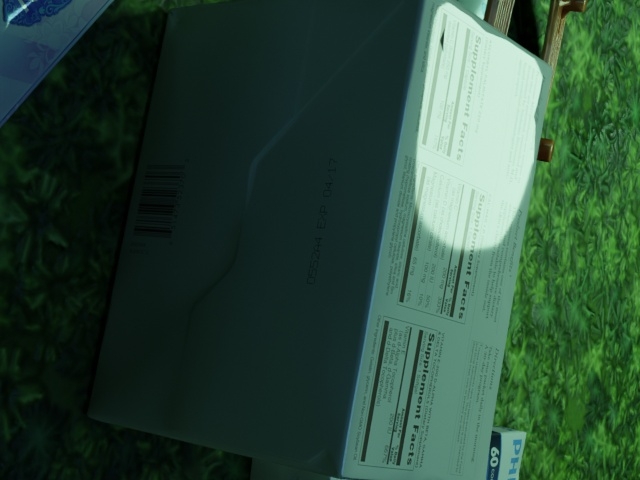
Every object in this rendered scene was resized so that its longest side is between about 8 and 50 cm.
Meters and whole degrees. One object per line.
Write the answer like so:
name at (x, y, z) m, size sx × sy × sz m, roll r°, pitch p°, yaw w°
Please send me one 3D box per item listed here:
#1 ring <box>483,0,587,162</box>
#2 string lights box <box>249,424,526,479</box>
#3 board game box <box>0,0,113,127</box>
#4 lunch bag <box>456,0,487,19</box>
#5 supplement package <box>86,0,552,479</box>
ring at (0.175, -0.154, 0.931) m, size 0.336 × 0.032 × 0.337 m, roll 12°, pitch 90°, yaw -73°
string lights box at (0.057, 0.208, 0.886) m, size 0.259 × 0.076 × 0.134 m, roll 10°, pitch 86°, yaw -50°
board game box at (-0.249, -0.146, 0.475) m, size 0.319 × 0.065 × 0.318 m, roll -57°, pitch 137°, yaw -30°
lunch bag at (0.071, -0.185, 0.857) m, size 0.151 × 0.096 × 0.129 m, roll 37°, pitch 63°, yaw -36°
supplement package at (0.000, 0.000, 0.698) m, size 0.145 × 0.204 × 0.262 m, roll 19°, pitch 79°, yaw -48°
